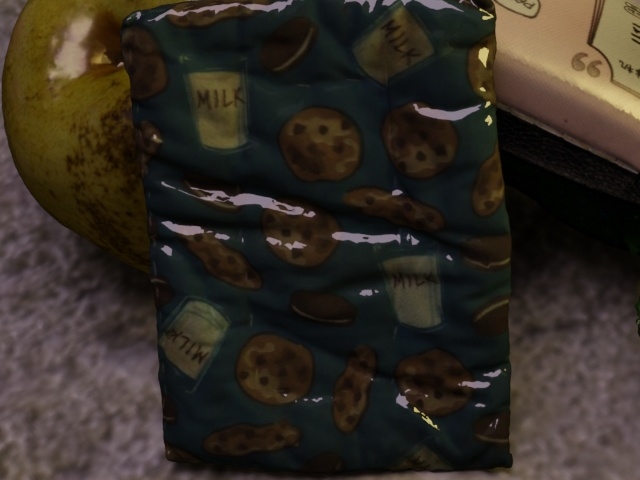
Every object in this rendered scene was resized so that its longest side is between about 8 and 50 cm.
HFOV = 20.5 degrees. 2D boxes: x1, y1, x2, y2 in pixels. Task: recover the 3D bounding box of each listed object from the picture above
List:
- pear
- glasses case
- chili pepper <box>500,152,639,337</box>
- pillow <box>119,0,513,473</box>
[{"bbox_3d":[-0.077,-0.073,1.007,0.197,0.197,0.197,-6,47,6],"label":"pear"},{"bbox_3d":[0.109,-0.099,0.935,0.314,0.075,0.122,26,39,-2],"label":"glasses case"},{"bbox_3d":[0.132,-0.040,0.992,0.279,0.065,0.122,44,30,28],"label":"chili pepper"},{"bbox_3d":[0.002,-0.002,0.890,0.189,0.255,0.034,-1,15,9],"label":"pillow"}]
